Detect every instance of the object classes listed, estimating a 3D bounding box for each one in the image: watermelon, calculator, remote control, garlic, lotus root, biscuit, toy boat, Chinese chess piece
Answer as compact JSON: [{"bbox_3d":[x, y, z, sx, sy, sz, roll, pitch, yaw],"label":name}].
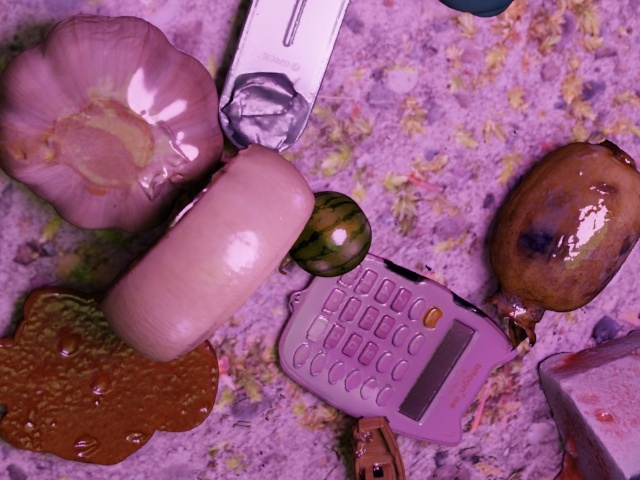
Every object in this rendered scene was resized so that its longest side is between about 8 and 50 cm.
[{"bbox_3d":[0.355,0.239,1.335,0.213,0.289,0.320,32,111,7],"label":"watermelon"},{"bbox_3d":[0.086,0.129,1.300,0.294,0.043,0.194,29,98,-19],"label":"calculator"},{"bbox_3d":[-0.039,-0.212,1.144,0.104,0.052,0.247,16,102,-19],"label":"remote control"},{"bbox_3d":[-0.212,-0.121,1.066,0.227,0.152,0.228,-3,106,-12],"label":"garlic"},{"bbox_3d":[0.005,-0.005,1.201,0.109,0.109,0.109,-5,108,-15],"label":"watermelon"},{"bbox_3d":[0.276,0.008,1.257,0.154,0.154,0.278,29,100,-23],"label":"lotus root"},{"bbox_3d":[-0.258,0.153,1.200,0.290,0.041,0.209,9,104,-18],"label":"biscuit"},{"bbox_3d":[0.074,0.301,1.310,0.064,0.072,0.206,-8,121,3],"label":"toy boat"},{"bbox_3d":[-0.116,0.010,1.085,0.103,0.250,0.250,44,91,-9],"label":"Chinese chess piece"}]

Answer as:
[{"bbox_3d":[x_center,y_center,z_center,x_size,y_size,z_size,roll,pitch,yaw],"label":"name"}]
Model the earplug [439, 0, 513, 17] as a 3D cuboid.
[{"bbox_3d":[0.174,-0.381,1.122,0.257,0.163,0.280,-42,132,-38],"label":"earplug"}]
